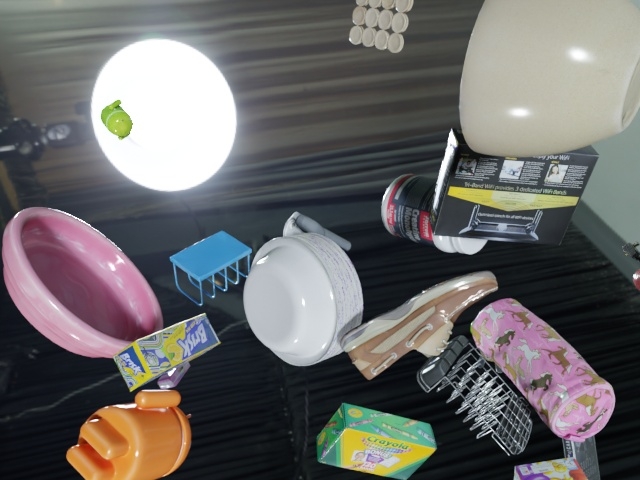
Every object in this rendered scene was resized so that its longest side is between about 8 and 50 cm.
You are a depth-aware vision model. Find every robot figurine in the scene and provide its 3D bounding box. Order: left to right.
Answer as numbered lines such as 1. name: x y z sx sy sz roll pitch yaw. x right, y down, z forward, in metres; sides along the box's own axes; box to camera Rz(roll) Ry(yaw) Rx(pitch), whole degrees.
1. robot figurine: -0.524 -0.309 1.409 0.115 0.067 0.101 42 145 42
2. robot figurine: -0.294 0.325 0.883 0.219 0.128 0.158 29 -127 -66

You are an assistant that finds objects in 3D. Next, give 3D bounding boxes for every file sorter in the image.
1. file sorter: -0.279 0.072 1.415 0.118 0.170 0.104 30 134 31

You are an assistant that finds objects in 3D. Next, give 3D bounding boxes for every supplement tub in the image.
1. supplement tub: 0.327 -0.076 1.548 0.272 0.191 0.191 20 123 45

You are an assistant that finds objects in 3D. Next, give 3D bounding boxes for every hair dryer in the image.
1. hair dryer: 0.988 0.056 1.577 0.224 0.080 0.294 112 161 -45

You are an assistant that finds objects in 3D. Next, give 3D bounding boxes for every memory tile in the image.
1. memory tile: 0.117 -0.437 1.080 0.148 0.012 0.113 32 123 41

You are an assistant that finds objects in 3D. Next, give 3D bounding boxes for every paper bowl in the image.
1. paper bowl: -0.056 0.131 1.191 0.284 0.148 0.284 8 102 42

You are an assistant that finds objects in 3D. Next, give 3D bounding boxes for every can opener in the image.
1. can opener: 0.000 0.000 1.456 0.093 0.280 0.074 26 89 35

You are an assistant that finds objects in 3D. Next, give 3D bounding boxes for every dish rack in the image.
1. dish rack: 0.365 0.357 1.259 0.271 0.208 0.074 48 124 10

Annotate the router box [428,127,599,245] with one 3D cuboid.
1. router box: 0.422 -0.116 1.234 0.081 0.308 0.243 -90 6 -52

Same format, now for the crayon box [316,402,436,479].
1. crayon box: 0.149 0.547 1.480 0.081 0.278 0.165 -96 30 -53

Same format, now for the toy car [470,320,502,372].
1. toy car: 0.667 0.410 2.112 0.155 0.149 0.188 8 97 35

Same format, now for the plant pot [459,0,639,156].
1. plant pot: 0.354 -0.241 0.781 0.191 0.284 0.284 25 132 35

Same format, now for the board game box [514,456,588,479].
1. board game box: 0.528 0.621 1.148 0.275 0.144 0.142 -102 4 -63

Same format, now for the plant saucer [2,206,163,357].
1. plant saucer: -0.434 0.088 0.994 0.332 0.084 0.332 48 -173 -7

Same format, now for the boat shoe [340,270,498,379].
1. boat shoe: 0.198 0.164 1.054 0.116 0.324 0.123 62 -165 10

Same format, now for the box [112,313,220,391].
1. box: -0.229 0.165 0.836 0.059 0.054 0.169 61 -158 6

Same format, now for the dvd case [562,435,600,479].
1. dvd case: 0.718 0.572 1.515 0.029 0.179 0.239 -14 75 41

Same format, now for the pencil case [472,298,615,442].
1. pencil case: 0.528 0.302 1.335 0.386 0.160 0.167 -123 14 -61

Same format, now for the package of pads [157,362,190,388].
1. package of pads: -0.376 0.342 1.404 0.032 0.050 0.083 63 -153 -21
